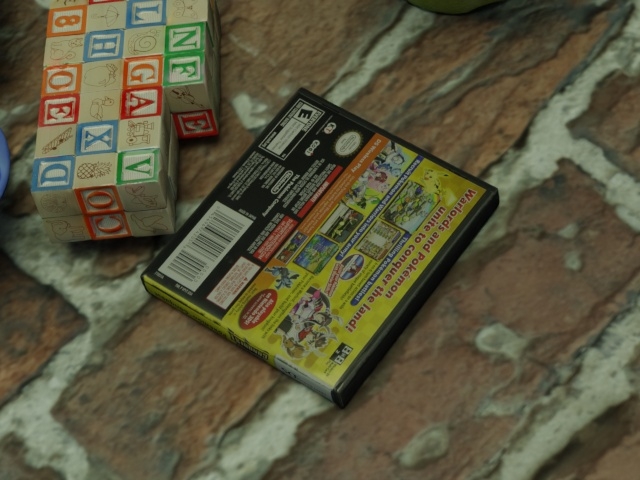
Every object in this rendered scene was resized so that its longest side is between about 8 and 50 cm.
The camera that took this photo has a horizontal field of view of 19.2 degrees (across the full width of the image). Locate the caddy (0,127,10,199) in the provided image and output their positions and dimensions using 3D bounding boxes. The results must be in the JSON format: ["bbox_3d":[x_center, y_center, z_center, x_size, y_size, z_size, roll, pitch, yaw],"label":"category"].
[{"bbox_3d":[-0.477,-0.052,1.856,0.341,0.179,0.241,-12,55,-26],"label":"caddy"}]

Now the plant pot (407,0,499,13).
[{"bbox_3d":[0.135,-0.381,1.965,0.276,0.254,0.276,-4,59,6],"label":"plant pot"}]

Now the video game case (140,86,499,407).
[{"bbox_3d":[0.000,0.000,1.882,0.248,0.035,0.275,29,66,24],"label":"video game case"}]

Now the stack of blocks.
[{"bbox_3d":[-0.195,-0.144,1.950,0.171,0.087,0.297,-5,51,6],"label":"stack of blocks"}]
